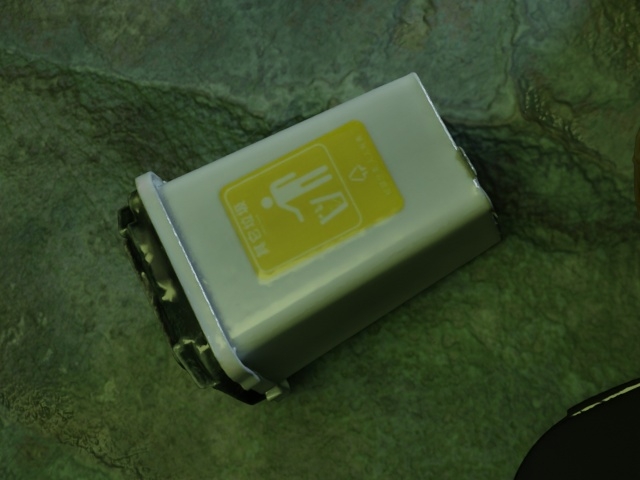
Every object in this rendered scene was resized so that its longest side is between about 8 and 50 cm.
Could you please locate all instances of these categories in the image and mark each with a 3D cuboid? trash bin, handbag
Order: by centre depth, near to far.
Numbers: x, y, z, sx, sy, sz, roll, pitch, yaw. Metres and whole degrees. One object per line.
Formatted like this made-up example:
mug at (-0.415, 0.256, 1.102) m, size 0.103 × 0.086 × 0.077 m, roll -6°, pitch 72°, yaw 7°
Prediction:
handbag at (0.336, 0.265, 1.426) m, size 0.308 × 0.093 × 0.254 m, roll -27°, pitch 60°, yaw 13°
trash bin at (0.000, 0.000, 1.566) m, size 0.367 × 0.296 × 0.256 m, roll -29°, pitch 71°, yaw 4°

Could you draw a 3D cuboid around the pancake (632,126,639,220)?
pancake at (0.419, -0.007, 1.334) m, size 0.356 × 0.065 × 0.356 m, roll 38°, pitch 139°, yaw 43°
